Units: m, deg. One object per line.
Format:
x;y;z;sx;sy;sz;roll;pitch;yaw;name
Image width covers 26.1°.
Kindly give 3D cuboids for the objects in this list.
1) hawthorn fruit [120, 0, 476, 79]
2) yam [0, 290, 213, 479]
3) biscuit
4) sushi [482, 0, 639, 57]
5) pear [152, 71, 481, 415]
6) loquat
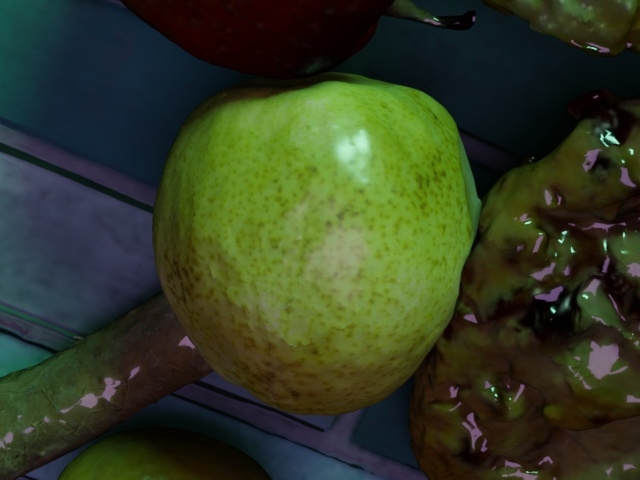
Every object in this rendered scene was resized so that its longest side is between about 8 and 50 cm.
-0.013;-0.147;0.643;0.194;0.157;0.157;32;105;-8;hawthorn fruit
-0.169;0.100;0.778;0.300;0.066;0.066;-28;109;5;yam
0.198;0.071;0.751;0.289;0.081;0.334;3;122;-3;biscuit
0.184;-0.184;0.651;0.274;0.139;0.184;4;113;-7;sushi
0.000;0.000;0.691;0.178;0.178;0.178;-1;110;-3;pear
-0.088;0.169;0.768;0.141;0.141;0.141;-1;110;-3;loquat
